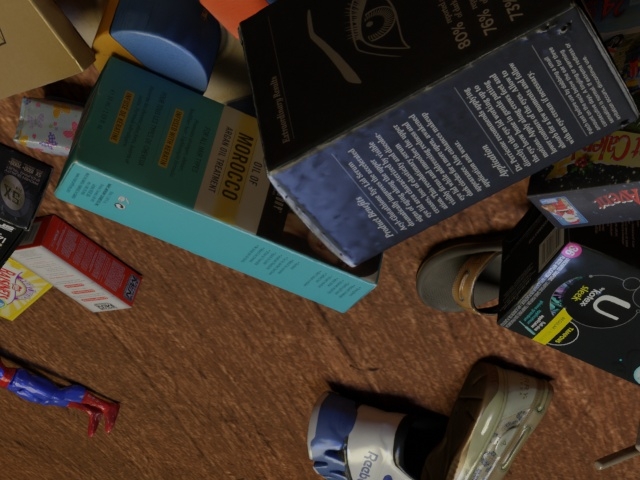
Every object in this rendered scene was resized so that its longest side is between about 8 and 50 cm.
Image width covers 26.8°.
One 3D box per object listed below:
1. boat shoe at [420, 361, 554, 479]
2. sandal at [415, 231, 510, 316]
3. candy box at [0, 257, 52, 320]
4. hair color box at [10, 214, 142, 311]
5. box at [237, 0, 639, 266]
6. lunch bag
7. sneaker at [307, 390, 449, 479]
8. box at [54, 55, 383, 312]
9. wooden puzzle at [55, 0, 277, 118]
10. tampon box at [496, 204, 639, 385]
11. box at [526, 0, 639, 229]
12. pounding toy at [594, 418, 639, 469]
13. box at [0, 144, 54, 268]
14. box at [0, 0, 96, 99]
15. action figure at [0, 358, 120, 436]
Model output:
[{"bbox_3d":[0.180,0.265,1.543,0.089,0.105,0.285,11,128,-11],"label":"boat shoe"},{"bbox_3d":[0.168,0.039,1.250,0.090,0.060,0.219,34,149,-31],"label":"sandal"},{"bbox_3d":[-0.390,0.045,1.632,0.105,0.027,0.206,23,154,-20],"label":"candy box"},{"bbox_3d":[-0.277,0.028,1.513,0.072,0.043,0.141,-8,143,41],"label":"hair color box"},{"bbox_3d":[0.066,-0.107,0.834,0.207,0.153,0.108,-27,134,17],"label":"box"},{"bbox_3d":[-0.230,-0.102,1.221,0.071,0.053,0.083,12,179,9],"label":"lunch bag"},{"bbox_3d":[0.118,0.308,1.728,0.182,0.127,0.315,5,150,28],"label":"sneaker"},{"bbox_3d":[-0.067,-0.040,1.016,0.244,0.101,0.060,22,149,-16],"label":"box"},{"bbox_3d":[-0.026,-0.126,1.023,0.347,0.081,0.322,-6,146,39],"label":"wooden puzzle"},{"bbox_3d":[0.245,0.031,1.110,0.161,0.101,0.120,23,135,-11],"label":"tampon box"},{"bbox_3d":[0.250,-0.096,0.827,0.233,0.159,0.044,-8,145,40],"label":"box"},{"bbox_3d":[0.355,0.187,1.336,0.100,0.141,0.130,-5,146,38],"label":"pounding toy"},{"bbox_3d":[-0.384,-0.054,1.378,0.180,0.078,0.147,26,152,-17],"label":"box"},{"bbox_3d":[-0.274,-0.197,1.008,0.164,0.021,0.201,-7,126,50],"label":"box"},{"bbox_3d":[-0.438,0.236,1.918,0.280,0.139,0.091,33,149,-24],"label":"action figure"}]
